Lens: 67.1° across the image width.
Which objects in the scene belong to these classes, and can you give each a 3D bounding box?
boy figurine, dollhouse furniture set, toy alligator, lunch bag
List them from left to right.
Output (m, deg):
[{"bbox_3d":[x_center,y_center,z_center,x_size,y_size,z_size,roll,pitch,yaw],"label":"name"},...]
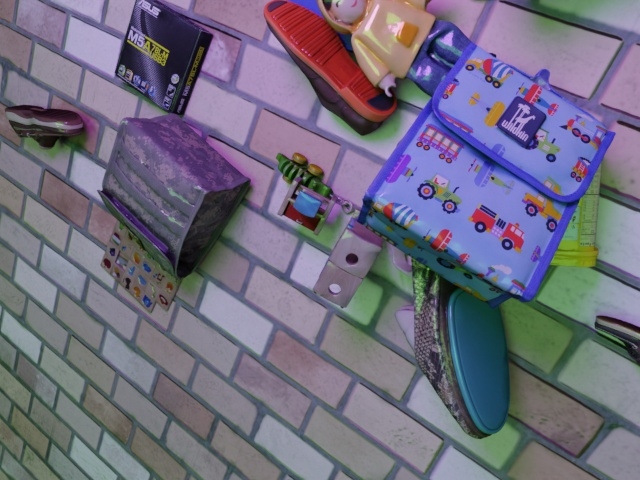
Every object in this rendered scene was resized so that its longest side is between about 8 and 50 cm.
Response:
[{"bbox_3d":[-0.322,-0.078,0.999,0.235,0.169,0.287,42,123,12],"label":"lunch bag"},{"bbox_3d":[-0.020,-0.108,0.895,0.190,0.051,0.056,38,114,17],"label":"toy alligator"},{"bbox_3d":[0.000,0.000,0.832,0.184,0.129,0.128,29,112,1],"label":"dollhouse furniture set"},{"bbox_3d":[0.122,-0.317,0.728,0.285,0.092,0.177,35,109,0],"label":"boy figurine"},{"bbox_3d":[0.220,-0.097,0.624,0.221,0.138,0.293,33,81,6],"label":"lunch bag"}]

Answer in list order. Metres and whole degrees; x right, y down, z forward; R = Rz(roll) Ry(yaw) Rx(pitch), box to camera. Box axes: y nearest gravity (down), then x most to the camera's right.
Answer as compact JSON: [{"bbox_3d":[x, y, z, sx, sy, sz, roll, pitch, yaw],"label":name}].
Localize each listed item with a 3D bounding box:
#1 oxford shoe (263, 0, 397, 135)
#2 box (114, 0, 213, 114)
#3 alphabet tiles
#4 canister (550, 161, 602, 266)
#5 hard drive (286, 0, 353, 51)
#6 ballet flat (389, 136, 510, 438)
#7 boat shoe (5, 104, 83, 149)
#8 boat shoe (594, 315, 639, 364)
[{"bbox_3d":[0.000,-0.283,0.808,0.271,0.097,0.098,47,150,0],"label":"oxford shoe"},{"bbox_3d":[-0.336,-0.391,1.017,0.191,0.045,0.184,37,116,17],"label":"box"},{"bbox_3d":[-0.429,0.053,1.165,0.237,0.009,0.198,38,113,17],"label":"alphabet tiles"},{"bbox_3d":[0.338,-0.053,0.703,0.126,0.073,0.169,5,99,26],"label":"canister"},{"bbox_3d":[0.061,-0.484,0.792,0.210,0.040,0.318,24,109,23],"label":"hard drive"},{"bbox_3d":[0.192,0.054,0.773,0.182,0.164,0.482,-4,91,50],"label":"ballet flat"},{"bbox_3d":[-0.676,-0.276,1.201,0.258,0.095,0.095,18,121,31],"label":"boat shoe"},{"bbox_3d":[0.464,0.156,0.683,0.152,0.056,0.049,25,104,22],"label":"boat shoe"}]
